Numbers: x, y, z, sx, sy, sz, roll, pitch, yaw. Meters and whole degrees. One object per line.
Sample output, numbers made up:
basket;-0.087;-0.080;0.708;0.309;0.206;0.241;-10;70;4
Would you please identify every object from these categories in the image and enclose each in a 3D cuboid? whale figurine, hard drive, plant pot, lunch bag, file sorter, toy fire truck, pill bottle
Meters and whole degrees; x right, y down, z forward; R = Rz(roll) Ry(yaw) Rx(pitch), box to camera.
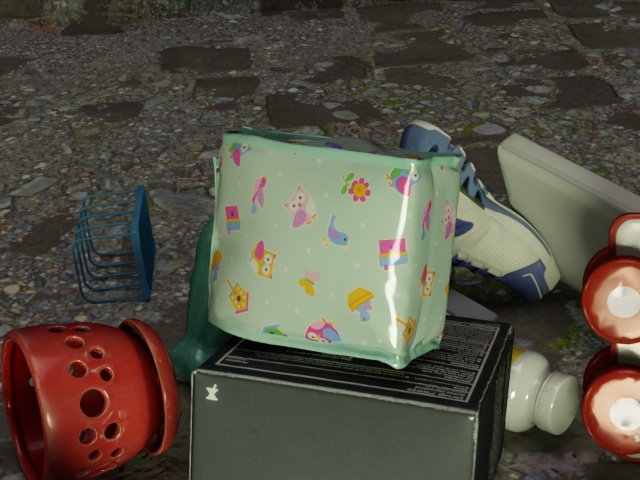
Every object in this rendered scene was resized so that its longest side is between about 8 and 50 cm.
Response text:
whale figurine;-0.123;0.067;1.623;0.216;0.141;0.272;23;75;48
hard drive;0.393;0.012;1.656;0.047;0.233;0.353;-37;42;-16
plant pot;-0.272;0.183;1.451;0.174;0.191;0.191;-12;27;-29
lunch bag;0.000;0.000;1.286;0.262;0.223;0.160;9;10;28
file sorter;-0.317;0.008;1.889;0.104;0.118;0.170;-8;27;-1
toy fire truck;0.431;0.117;1.413;0.254;0.302;0.169;0;5;13
pill bottle;0.220;0.175;1.508;0.184;0.103;0.103;16;32;37

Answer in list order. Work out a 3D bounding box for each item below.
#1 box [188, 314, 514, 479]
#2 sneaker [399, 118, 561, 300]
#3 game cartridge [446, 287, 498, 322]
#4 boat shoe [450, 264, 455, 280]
box;0.042;0.195;1.341;0.296;0.182;0.294;7;14;15
sneaker;0.178;-0.002;1.748;0.182;0.315;0.127;-49;20;-12
game cartridge;0.084;0.139;1.658;0.297;0.062;0.198;-19;35;-30
boat shoe;0.077;-0.003;1.896;0.285;0.092;0.103;15;31;31
